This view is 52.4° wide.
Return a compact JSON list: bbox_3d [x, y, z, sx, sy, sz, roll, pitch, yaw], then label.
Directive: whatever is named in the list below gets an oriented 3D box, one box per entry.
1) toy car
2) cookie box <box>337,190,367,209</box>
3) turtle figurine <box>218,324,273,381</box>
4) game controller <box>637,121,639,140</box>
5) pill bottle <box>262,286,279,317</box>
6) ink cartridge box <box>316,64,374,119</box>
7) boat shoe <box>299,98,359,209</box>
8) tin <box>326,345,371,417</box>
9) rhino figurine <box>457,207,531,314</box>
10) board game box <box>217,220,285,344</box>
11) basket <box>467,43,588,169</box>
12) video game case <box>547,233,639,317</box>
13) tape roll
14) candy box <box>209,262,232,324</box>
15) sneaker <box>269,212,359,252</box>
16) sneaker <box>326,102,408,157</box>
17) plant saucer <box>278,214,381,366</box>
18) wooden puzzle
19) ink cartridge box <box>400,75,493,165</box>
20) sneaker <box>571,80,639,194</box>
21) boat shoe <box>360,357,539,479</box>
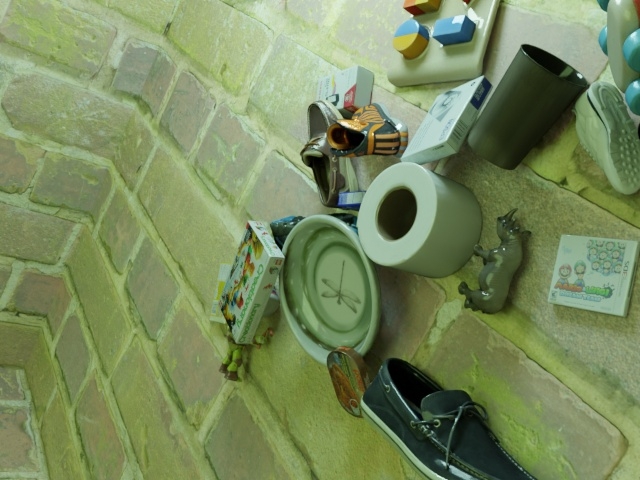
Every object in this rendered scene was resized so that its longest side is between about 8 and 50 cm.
[{"bbox_3d":[0.649,-0.382,1.171,0.237,0.210,0.219,-14,49,17],"label":"toy car"},{"bbox_3d":[0.116,-0.104,1.746,0.107,0.091,0.040,0,81,49],"label":"cookie box"},{"bbox_3d":[-0.253,0.327,2.042,0.269,0.087,0.217,16,91,51],"label":"turtle figurine"},{"bbox_3d":[0.671,-0.274,1.089,0.319,0.166,0.067,-63,20,14],"label":"game controller"},{"bbox_3d":[-0.202,0.136,2.031,0.108,0.108,0.194,-48,45,29],"label":"pill bottle"},{"bbox_3d":[0.067,-0.429,1.927,0.175,0.072,0.128,-4,75,49],"label":"ink cartridge box"},{"bbox_3d":[0.008,-0.249,1.849,0.123,0.123,0.342,-28,70,50],"label":"boat shoe"},{"bbox_3d":[0.077,0.349,1.611,0.106,0.040,0.190,1,112,47],"label":"tin"},{"bbox_3d":[0.381,0.046,1.395,0.106,0.073,0.243,25,96,55],"label":"rhino figurine"},{"bbox_3d":[-0.206,0.122,1.886,0.193,0.053,0.305,52,127,48],"label":"board game box"},{"bbox_3d":[0.427,-0.276,1.380,0.154,0.204,0.227,43,124,19],"label":"basket"},{"bbox_3d":[0.526,0.065,1.257,0.157,0.019,0.143,8,84,51],"label":"video game case"},{"bbox_3d":[0.230,-0.044,1.527,0.246,0.169,0.246,-20,63,46],"label":"tape roll"},{"bbox_3d":[-0.328,0.181,2.230,0.105,0.027,0.206,3,81,48],"label":"candy box"},{"bbox_3d":[0.000,0.000,1.858,0.340,0.125,0.140,1,106,47],"label":"sneaker"},{"bbox_3d":[0.094,-0.295,1.712,0.321,0.180,0.125,-132,42,-67],"label":"sneaker"},{"bbox_3d":[0.041,0.128,1.703,0.400,0.100,0.401,13,107,49],"label":"plant saucer"},{"bbox_3d":[0.312,-0.586,1.682,0.322,0.080,0.348,10,86,51],"label":"wooden puzzle"},{"bbox_3d":[0.278,-0.270,1.541,0.224,0.045,0.223,-17,37,57],"label":"ink cartridge box"},{"bbox_3d":[0.559,-0.190,1.267,0.095,0.090,0.235,130,136,-61],"label":"sneaker"},{"bbox_3d":[0.261,0.392,1.339,0.500,0.186,0.156,29,106,56],"label":"boat shoe"}]
